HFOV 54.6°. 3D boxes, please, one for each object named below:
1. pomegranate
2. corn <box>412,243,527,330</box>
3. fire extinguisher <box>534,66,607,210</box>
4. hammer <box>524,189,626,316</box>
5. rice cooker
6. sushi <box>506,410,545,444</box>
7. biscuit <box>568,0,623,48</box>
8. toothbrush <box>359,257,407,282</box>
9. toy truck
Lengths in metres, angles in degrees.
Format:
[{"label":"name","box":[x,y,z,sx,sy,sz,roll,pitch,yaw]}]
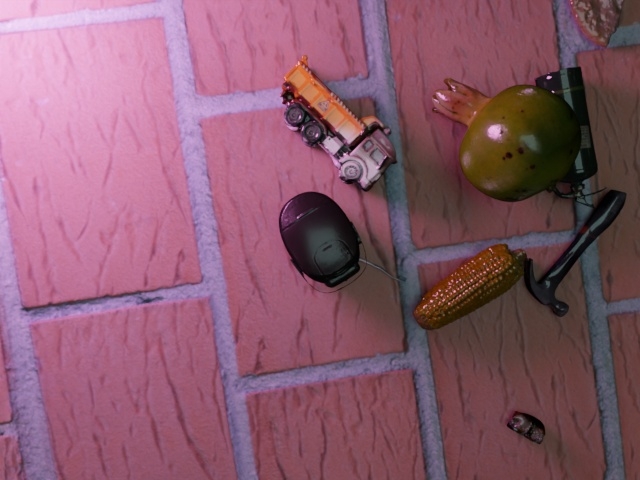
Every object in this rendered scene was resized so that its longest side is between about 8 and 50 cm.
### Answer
[{"label":"pomegranate","box":[0.352,-0.215,1.201,0.236,0.236,0.302,-43,76,-2]},{"label":"corn","box":[0.306,0.094,1.268,0.261,0.097,0.097,-33,95,1]},{"label":"fire extinguisher","box":[0.512,-0.199,1.277,0.118,0.093,0.295,-10,94,14]},{"label":"hammer","box":[0.544,0.008,1.313,0.137,0.037,0.290,38,89,-7]},{"label":"rice cooker","box":[0.001,0.001,1.222,0.142,0.118,0.203,-29,94,-4]},{"label":"sushi","box":[0.442,0.395,1.316,0.083,0.044,0.046,29,91,-8]},{"label":"biscuit","box":[0.587,-0.541,1.296,0.133,0.032,0.250,19,91,-6]},{"label":"toothbrush","box":[0.120,0.058,1.289,0.131,0.011,0.013,25,103,-6]},{"label":"toy truck","box":[0.030,-0.224,1.222,0.270,0.114,0.135,45,93,-3]}]
